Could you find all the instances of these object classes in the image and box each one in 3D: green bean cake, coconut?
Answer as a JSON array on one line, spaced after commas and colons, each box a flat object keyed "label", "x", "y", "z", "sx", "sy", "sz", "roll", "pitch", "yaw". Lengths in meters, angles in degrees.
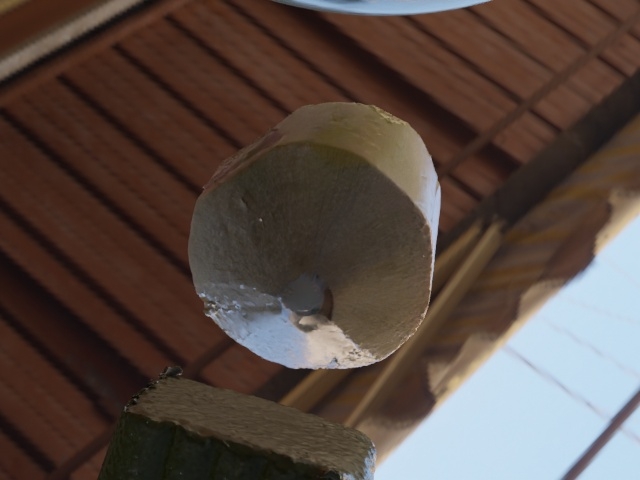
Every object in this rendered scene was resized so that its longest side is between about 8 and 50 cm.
[{"label": "green bean cake", "x": -0.081, "y": 0.241, "z": 1.388, "sx": 0.250, "sy": 0.156, "sz": 0.247, "roll": 18, "pitch": -174, "yaw": 2}, {"label": "coconut", "x": 0.000, "y": 0.000, "z": 0.834, "sx": 0.147, "sy": 0.147, "sz": 0.152, "roll": 26, "pitch": -153, "yaw": -3}]

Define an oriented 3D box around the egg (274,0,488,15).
[{"label": "egg", "x": 0.043, "y": -0.269, "z": 0.827, "sx": 0.389, "sy": 0.276, "sz": 0.276, "roll": -5, "pitch": -123, "yaw": -20}]
